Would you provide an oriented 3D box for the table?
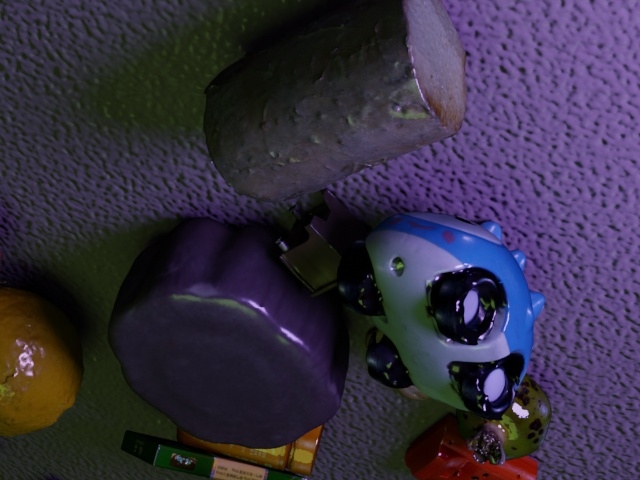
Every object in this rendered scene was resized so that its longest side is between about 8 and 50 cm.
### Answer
[{"bbox_3d":[0.000,0.000,1.576,0.070,0.083,0.082,-28,115,36],"label":"table"}]

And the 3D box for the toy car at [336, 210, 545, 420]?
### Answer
[{"bbox_3d":[0.150,0.066,1.518,0.188,0.190,0.255,14,140,41],"label":"toy car"}]

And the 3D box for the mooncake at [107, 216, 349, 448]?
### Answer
[{"bbox_3d":[-0.105,0.114,1.684,0.306,0.154,0.306,10,140,9],"label":"mooncake"}]

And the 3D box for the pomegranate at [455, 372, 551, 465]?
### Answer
[{"bbox_3d":[0.222,0.227,1.696,0.122,0.161,0.122,10,121,17],"label":"pomegranate"}]

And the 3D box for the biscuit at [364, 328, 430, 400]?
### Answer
[{"bbox_3d":[0.110,0.160,1.760,0.071,0.018,0.147,-15,128,29],"label":"biscuit"}]

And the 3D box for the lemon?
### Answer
[{"bbox_3d":[-0.413,0.160,1.813,0.192,0.192,0.231,-4,152,23],"label":"lemon"}]

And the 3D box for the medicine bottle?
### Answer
[{"bbox_3d":[-0.095,0.256,1.878,0.192,0.096,0.096,14,139,3],"label":"medicine bottle"}]

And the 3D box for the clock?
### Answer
[{"bbox_3d":[0.206,0.313,1.864,0.155,0.061,0.113,27,138,-13],"label":"clock"}]

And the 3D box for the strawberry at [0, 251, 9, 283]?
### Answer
[{"bbox_3d":[-0.562,-0.011,1.721,0.280,0.150,0.253,-18,148,31],"label":"strawberry"}]

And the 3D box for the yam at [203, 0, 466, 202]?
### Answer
[{"bbox_3d":[0.023,-0.144,1.352,0.268,0.161,0.161,-21,126,35],"label":"yam"}]

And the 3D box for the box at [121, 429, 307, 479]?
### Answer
[{"bbox_3d":[-0.149,0.314,1.916,0.235,0.034,0.132,18,173,-28],"label":"box"}]
